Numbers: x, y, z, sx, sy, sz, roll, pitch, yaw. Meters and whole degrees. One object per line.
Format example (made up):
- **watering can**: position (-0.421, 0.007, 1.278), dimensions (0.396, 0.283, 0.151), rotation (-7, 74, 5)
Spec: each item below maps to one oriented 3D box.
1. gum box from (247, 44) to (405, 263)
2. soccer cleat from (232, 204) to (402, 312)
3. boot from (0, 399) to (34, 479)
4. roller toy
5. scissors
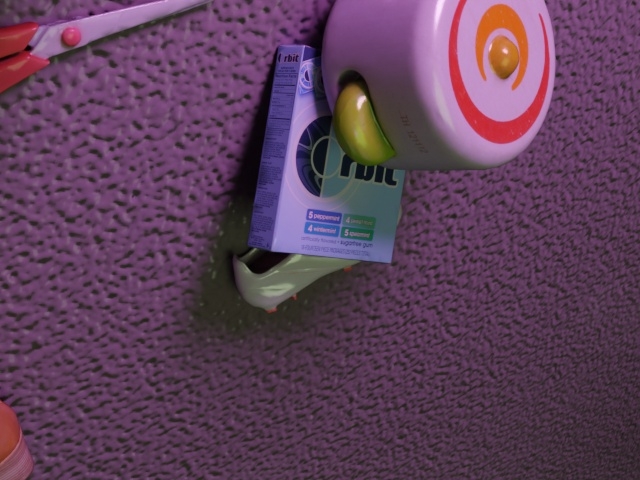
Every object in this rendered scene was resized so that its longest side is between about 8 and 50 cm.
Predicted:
- **gum box**: position (0.015, -0.076, 0.897), dimensions (0.157, 0.041, 0.184), rotation (6, 94, -43)
- **soccer cleat**: position (0.000, 0.000, 0.974), dimensions (0.196, 0.068, 0.076), rotation (-32, 134, -14)
- **boot**: position (-0.355, 0.202, 0.821), dimensions (0.197, 0.073, 0.152), rotation (-41, 141, -26)
- **roller toy**: position (0.112, -0.160, 0.842), dimensions (0.191, 0.146, 0.209), rotation (9, 87, -44)
- **scissors**: position (-0.206, -0.155, 0.708), dimensions (0.297, 0.021, 0.109), rotation (-33, 135, -14)
